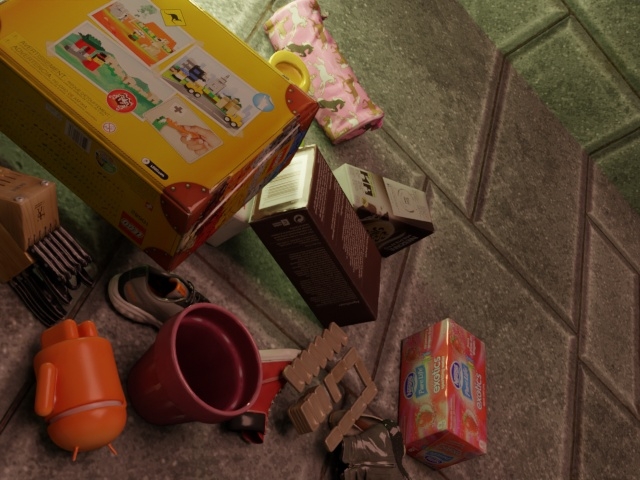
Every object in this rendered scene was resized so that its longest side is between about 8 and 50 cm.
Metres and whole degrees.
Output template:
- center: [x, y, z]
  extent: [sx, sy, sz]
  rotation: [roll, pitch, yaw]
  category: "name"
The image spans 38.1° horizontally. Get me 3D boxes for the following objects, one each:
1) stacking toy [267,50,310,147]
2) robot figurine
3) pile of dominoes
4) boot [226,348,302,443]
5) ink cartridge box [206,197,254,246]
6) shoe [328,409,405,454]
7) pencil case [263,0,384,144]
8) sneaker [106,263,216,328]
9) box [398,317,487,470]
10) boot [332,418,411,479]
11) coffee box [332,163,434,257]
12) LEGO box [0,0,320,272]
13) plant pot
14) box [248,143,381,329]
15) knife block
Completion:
- center: [-0.178, -0.307, 2.130]
  extent: [0.309, 0.130, 0.279]
  rotation: [8, 71, -37]
  category: "stacking toy"
- center: [-0.382, 0.237, 1.466]
  extent: [0.128, 0.158, 0.219]
  rotation: [-14, 72, -11]
  category: "robot figurine"
- center: [0.011, 0.293, 1.881]
  extent: [0.196, 0.040, 0.251]
  rotation: [63, 34, -9]
  category: "pile of dominoes"
- center: [-0.101, 0.301, 1.801]
  extent: [0.244, 0.088, 0.176]
  rotation: [4, 72, -52]
  category: "boot"
- center: [-0.276, -0.159, 1.865]
  extent: [0.306, 0.131, 0.226]
  rotation: [34, 45, -33]
  category: "ink cartridge box"
- center: [0.113, 0.418, 1.979]
  extent: [0.219, 0.058, 0.076]
  rotation: [32, 44, -32]
  category: "shoe"
- center: [0.010, -0.432, 2.380]
  extent: [0.386, 0.167, 0.160]
  rotation: [61, 3, 2]
  category: "pencil case"
- center: [-0.257, 0.124, 1.711]
  extent: [0.271, 0.108, 0.100]
  rotation: [29, 44, -37]
  category: "sneaker"
- center: [0.282, 0.355, 2.147]
  extent: [0.142, 0.154, 0.300]
  rotation: [35, 44, -29]
  category: "box"
- center: [0.105, 0.501, 1.906]
  extent: [0.161, 0.083, 0.246]
  rotation: [-16, 94, -32]
  category: "boot"
- center: [0.112, -0.065, 2.227]
  extent: [0.297, 0.168, 0.119]
  rotation: [14, 55, -43]
  category: "coffee box"
- center: [-0.318, -0.251, 1.636]
  extent: [0.500, 0.193, 0.372]
  rotation: [40, 52, 6]
  category: "LEGO box"
- center: [-0.230, 0.233, 1.601]
  extent: [0.201, 0.180, 0.201]
  rotation: [29, 45, -34]
  category: "plant pot"
- center: [0.000, 0.000, 1.972]
  extent: [0.381, 0.143, 0.191]
  rotation: [56, 30, -40]
  category: "box"
- center: [-0.509, 0.009, 1.532]
  extent: [0.275, 0.242, 0.088]
  rotation: [16, 32, 18]
  category: "knife block"
